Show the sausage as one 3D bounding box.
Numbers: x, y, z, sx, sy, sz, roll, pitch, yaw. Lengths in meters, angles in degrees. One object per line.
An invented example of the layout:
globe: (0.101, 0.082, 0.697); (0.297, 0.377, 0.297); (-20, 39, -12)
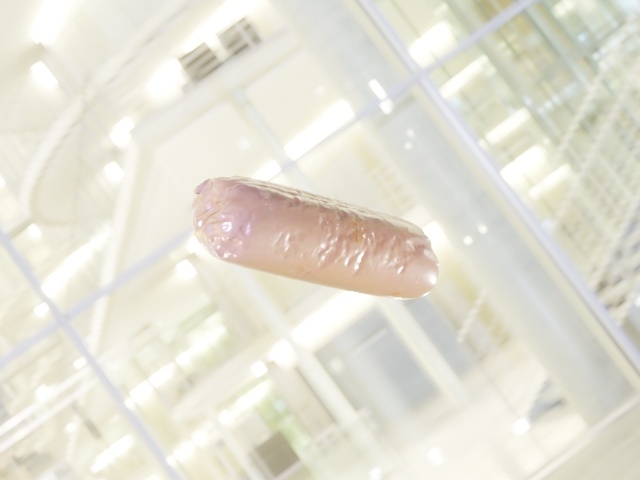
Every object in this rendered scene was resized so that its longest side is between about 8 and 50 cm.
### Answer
sausage: (-0.001, -0.001, 1.429); (0.289, 0.086, 0.086); (12, -39, -40)
